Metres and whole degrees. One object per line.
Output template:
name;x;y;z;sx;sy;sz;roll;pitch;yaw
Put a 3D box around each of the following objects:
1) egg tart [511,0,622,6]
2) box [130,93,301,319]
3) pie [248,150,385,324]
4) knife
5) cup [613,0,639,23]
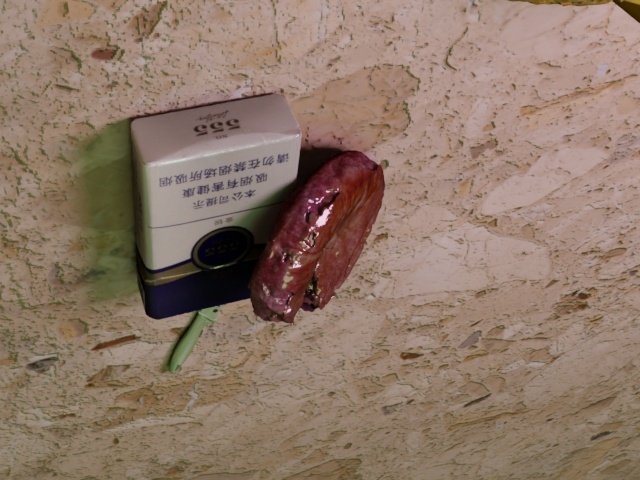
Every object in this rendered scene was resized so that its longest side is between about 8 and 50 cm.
egg tart;0.163;-0.311;0.941;0.107;0.290;0.291;-57;150;-20
box;-0.113;-0.029;1.246;0.168;0.071;0.259;-13;142;-16
pie;0.000;0.000;1.279;0.218;0.054;0.204;-32;148;-55
knife;-0.142;0.098;1.439;0.030;0.014;0.207;5;134;-32
cup;0.323;-0.260;1.067;0.241;0.226;0.185;-16;144;-24
